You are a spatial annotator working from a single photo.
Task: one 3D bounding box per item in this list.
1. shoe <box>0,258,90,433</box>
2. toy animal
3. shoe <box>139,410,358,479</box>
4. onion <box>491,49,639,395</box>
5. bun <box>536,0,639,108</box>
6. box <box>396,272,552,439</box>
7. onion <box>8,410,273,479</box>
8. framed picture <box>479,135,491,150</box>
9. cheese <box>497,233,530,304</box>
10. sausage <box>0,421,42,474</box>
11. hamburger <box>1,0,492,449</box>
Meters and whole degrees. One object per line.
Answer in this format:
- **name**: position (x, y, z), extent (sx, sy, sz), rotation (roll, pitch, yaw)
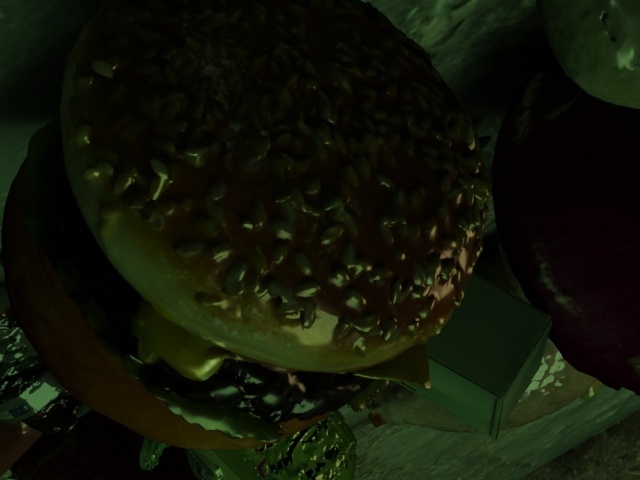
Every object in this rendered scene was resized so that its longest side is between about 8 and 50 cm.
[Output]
- **shoe**: position (-0.241, 0.100, 1.011), extent (0.099, 0.126, 0.227), rotation (-27, 160, 6)
- **toy animal**: position (0.214, 0.113, 1.472), extent (0.358, 0.188, 0.226), rotation (-29, 152, 4)
- **shoe**: position (-0.082, 0.139, 1.112), extent (0.128, 0.262, 0.140), rotation (-33, -167, 37)
- **onion**: position (0.326, -0.047, 1.011), extent (0.347, 0.348, 0.385), rotation (-17, 169, -24)
- **bun**: position (0.259, -0.198, 0.813), extent (0.272, 0.168, 0.273), rotation (-13, 128, -17)
- **box**: position (0.070, 0.058, 1.075), extent (0.086, 0.225, 0.129), rotation (-55, 164, -16)
- **onion**: position (-0.156, 0.226, 1.254), extent (0.256, 0.272, 0.230), rotation (-57, 178, -42)
- **framed picture**: position (0.000, 0.000, 1.205), extent (0.232, 0.019, 0.296), rotation (-12, 154, -32)
- **cheese**: position (0.287, -0.008, 1.263), extent (0.235, 0.218, 0.117), rotation (-41, 177, -26)
- **sausage**: position (-0.288, 0.163, 1.159), extent (0.076, 0.076, 0.141), rotation (0, 141, -48)
- **hamburger**: position (-0.040, -0.024, 0.776), extent (0.291, 0.291, 0.225), rotation (-9, 156, -38)
